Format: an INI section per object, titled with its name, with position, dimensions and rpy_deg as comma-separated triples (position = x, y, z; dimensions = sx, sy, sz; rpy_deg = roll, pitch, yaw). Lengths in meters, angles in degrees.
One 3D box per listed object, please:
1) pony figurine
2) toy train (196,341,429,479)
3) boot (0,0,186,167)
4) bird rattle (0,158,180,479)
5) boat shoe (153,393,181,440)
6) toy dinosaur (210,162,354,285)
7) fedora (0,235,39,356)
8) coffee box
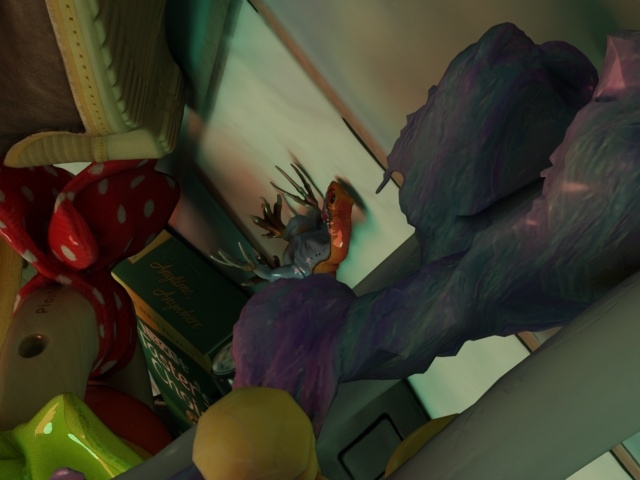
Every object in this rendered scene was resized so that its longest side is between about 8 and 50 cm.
[pony figurine]
position = -0.040, 0.103, 0.400
dimensions = 0.303, 0.363, 0.351
rpy_deg = 45, 161, 29
[toy train]
position = 0.017, 0.121, 0.780
dimensions = 0.105, 0.080, 0.184
rpy_deg = 5, 129, 61
[boot]
position = -0.159, -0.089, 0.652
dimensions = 0.207, 0.090, 0.248
rpy_deg = 10, 164, 2
[bird rattle]
position = -0.116, 0.080, 0.791
dimensions = 0.253, 0.143, 0.207
rpy_deg = -98, -1, -45
[boat shoe]
position = -0.084, 0.109, 1.095
dimensions = 0.046, 0.038, 0.125
rpy_deg = 27, 178, -24
[toy dinosaur]
position = 0.000, 0.000, 0.690
dimensions = 0.090, 0.047, 0.082
rpy_deg = 25, 170, -33
[fedora]
position = -0.195, 0.063, 1.170
dimensions = 0.079, 0.194, 0.194
rpy_deg = 18, 175, -21
[coffee box]
position = -0.049, 0.082, 0.938
dimensions = 0.113, 0.040, 0.184
rpy_deg = 38, 157, 42
